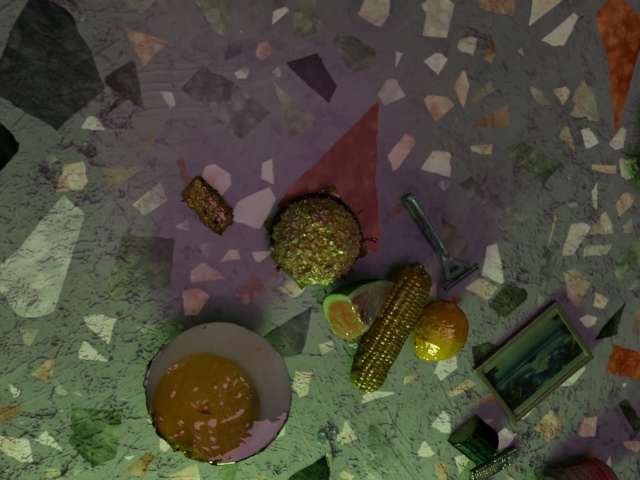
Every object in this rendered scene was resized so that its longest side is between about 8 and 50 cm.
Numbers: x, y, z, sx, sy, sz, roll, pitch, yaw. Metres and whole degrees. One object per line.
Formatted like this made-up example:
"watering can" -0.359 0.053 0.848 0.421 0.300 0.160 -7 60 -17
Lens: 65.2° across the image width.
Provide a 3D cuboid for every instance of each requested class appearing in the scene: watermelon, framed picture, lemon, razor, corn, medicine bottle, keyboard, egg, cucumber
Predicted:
"watermelon" 0.097 0.150 1.259 0.128 0.231 0.146 46 63 5
"framed picture" 0.624 0.356 1.461 0.315 0.024 0.232 -40 104 -3
"lemon" 0.312 0.242 1.316 0.142 0.142 0.187 18 107 -14
"razor" 0.300 -0.005 1.321 0.111 0.056 0.278 -36 98 -2
"corn" 0.178 0.223 1.296 0.120 0.120 0.363 24 93 -15
"medicine bottle" 0.757 0.752 1.500 0.247 0.147 0.147 -13 102 -9
"keyboard" 0.512 0.666 1.478 0.176 0.014 0.055 -15 106 -23
"egg" -0.236 0.354 1.195 0.337 0.201 0.337 1 78 -5
"cucumber" 0.450 0.581 1.449 0.115 0.062 0.116 42 91 -19

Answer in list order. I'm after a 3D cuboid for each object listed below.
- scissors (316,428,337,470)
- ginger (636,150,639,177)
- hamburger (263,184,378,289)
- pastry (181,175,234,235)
"scissors" 0.023 0.580 1.385 0.058 0.014 0.119 -8 98 -9
"ginger" 1.012 -0.266 1.368 0.274 0.152 0.358 12 97 7
"hamburger" 0.000 0.000 1.210 0.261 0.138 0.243 -33 105 -3
"pastry" -0.263 -0.081 1.185 0.080 0.056 0.140 -43 108 11
